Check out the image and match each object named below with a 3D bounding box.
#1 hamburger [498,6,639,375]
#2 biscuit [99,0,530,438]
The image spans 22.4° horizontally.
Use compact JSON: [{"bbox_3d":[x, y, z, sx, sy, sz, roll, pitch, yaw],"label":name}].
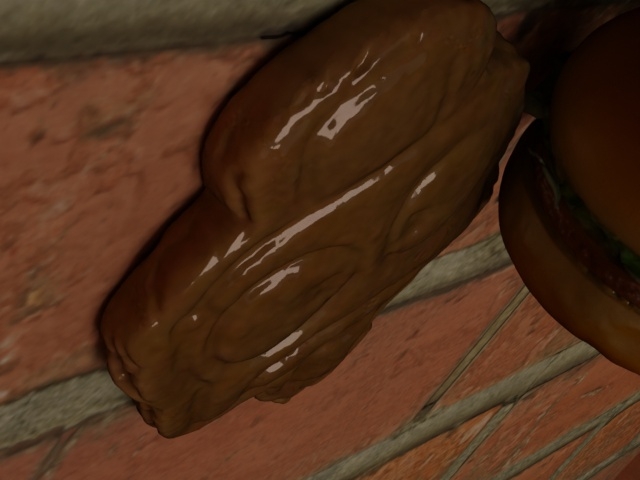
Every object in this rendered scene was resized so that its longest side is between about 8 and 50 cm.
[{"bbox_3d":[0.226,-0.043,0.912,0.246,0.246,0.170,-28,153,-39],"label":"hamburger"},{"bbox_3d":[0.003,0.003,0.854,0.269,0.051,0.376,-35,161,-20],"label":"biscuit"}]
